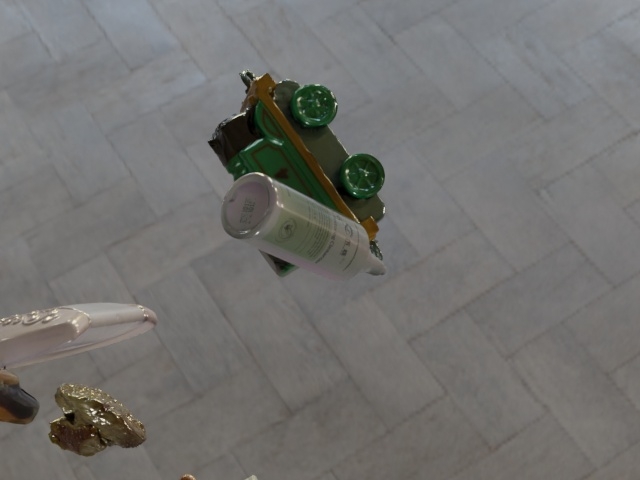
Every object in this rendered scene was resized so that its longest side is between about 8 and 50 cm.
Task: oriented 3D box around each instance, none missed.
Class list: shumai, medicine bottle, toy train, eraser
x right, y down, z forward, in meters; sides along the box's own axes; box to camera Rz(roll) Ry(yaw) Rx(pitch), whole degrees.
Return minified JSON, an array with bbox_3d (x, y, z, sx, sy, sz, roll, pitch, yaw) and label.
[{"bbox_3d":[-0.313,0.263,1.595,0.139,0.123,0.105,11,94,-27],"label":"shumai"},{"bbox_3d":[0.000,0.000,0.939,0.058,0.199,0.057,-14,65,32],"label":"medicine bottle"},{"bbox_3d":[-0.026,-0.059,1.071,0.136,0.091,0.227,-36,88,-18],"label":"toy train"},{"bbox_3d":[-0.335,0.112,1.277,0.243,0.204,0.059,-14,86,15],"label":"eraser"}]

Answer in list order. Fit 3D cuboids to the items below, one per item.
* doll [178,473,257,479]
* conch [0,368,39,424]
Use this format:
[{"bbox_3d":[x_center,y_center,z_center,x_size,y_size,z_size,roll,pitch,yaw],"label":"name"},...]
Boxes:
[{"bbox_3d":[-0.177,0.366,1.414,0.217,0.085,0.183,-6,28,-5],"label":"doll"},{"bbox_3d":[-0.314,0.103,0.919,0.080,0.233,0.086,-16,43,41],"label":"conch"}]
